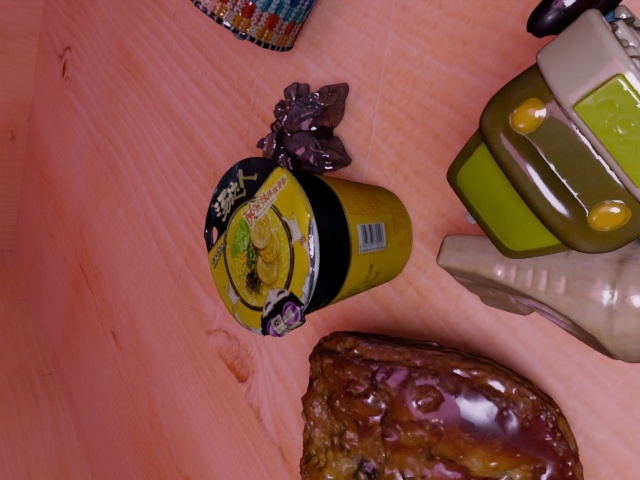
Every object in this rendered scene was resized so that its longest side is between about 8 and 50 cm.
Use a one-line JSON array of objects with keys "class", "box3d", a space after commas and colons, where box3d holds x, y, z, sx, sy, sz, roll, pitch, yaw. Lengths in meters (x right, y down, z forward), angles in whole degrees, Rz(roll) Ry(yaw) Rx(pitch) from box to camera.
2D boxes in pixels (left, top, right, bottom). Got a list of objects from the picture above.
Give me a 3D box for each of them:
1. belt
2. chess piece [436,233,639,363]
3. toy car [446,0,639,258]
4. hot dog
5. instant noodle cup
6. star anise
[{"class": "belt", "box3d": [-0.128, -0.422, 0.748, 0.160, 0.206, 0.295, -54, 55, 31]}, {"class": "chess piece", "box3d": [0.259, 0.049, 0.445, 0.300, 0.137, 0.137, 12, 102, 44]}, {"class": "toy car", "box3d": [0.209, -0.078, 0.403, 0.204, 0.248, 0.198, 53, 133, 3]}, {"class": "hot dog", "box3d": [0.106, 0.249, 0.588, 0.387, 0.174, 0.267, 0, 91, 47]}, {"class": "instant noodle cup", "box3d": [0.000, 0.000, 0.631, 0.215, 0.236, 0.216, 6, 98, 46]}, {"class": "star anise", "box3d": [-0.039, -0.142, 0.761, 0.214, 0.099, 0.220, 24, 111, 52]}]
